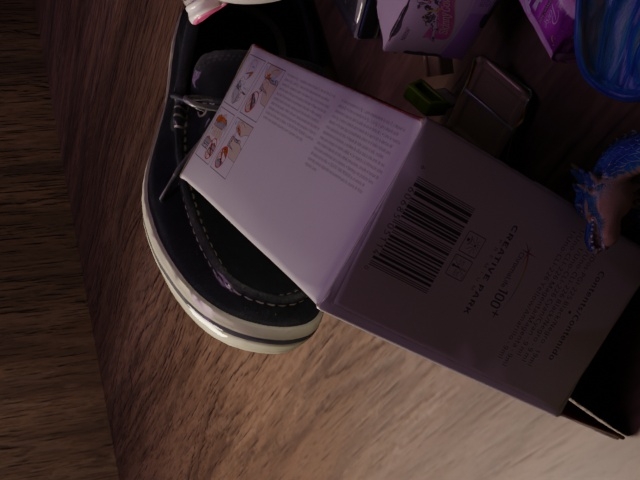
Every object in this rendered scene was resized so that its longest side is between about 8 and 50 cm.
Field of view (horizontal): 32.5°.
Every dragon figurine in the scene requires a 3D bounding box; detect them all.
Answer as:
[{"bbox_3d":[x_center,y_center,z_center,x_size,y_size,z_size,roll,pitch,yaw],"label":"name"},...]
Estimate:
[{"bbox_3d":[0.195,-0.119,0.601,0.144,0.085,0.289,-163,67,-67],"label":"dragon figurine"}]

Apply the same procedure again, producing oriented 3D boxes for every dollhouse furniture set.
[{"bbox_3d":[0.120,-0.129,0.878,0.152,0.058,0.076,47,134,28],"label":"dollhouse furniture set"}]

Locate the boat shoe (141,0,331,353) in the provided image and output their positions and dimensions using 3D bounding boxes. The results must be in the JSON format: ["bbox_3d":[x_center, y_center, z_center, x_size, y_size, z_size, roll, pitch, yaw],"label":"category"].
[{"bbox_3d":[-0.074,-0.113,1.109,0.156,0.186,0.500,119,154,-45],"label":"boat shoe"}]

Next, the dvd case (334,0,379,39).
[{"bbox_3d":[0.039,-0.336,1.019,0.239,0.029,0.179,108,149,-45],"label":"dvd case"}]

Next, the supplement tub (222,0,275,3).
[{"bbox_3d":[-0.076,-0.372,1.000,0.191,0.191,0.272,116,143,-54],"label":"supplement tub"}]

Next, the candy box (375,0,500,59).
[{"bbox_3d":[0.092,-0.260,0.802,0.165,0.070,0.196,121,149,-57],"label":"candy box"}]

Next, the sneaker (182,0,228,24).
[{"bbox_3d":[-0.089,-0.293,1.102,0.075,0.170,0.063,51,154,-18],"label":"sneaker"}]

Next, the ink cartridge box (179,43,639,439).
[{"bbox_3d":[0.077,-0.007,0.811,0.130,0.272,0.309,-60,29,5],"label":"ink cartridge box"}]

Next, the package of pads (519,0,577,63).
[{"bbox_3d":[0.162,-0.167,0.748,0.050,0.032,0.083,110,147,-53],"label":"package of pads"}]
